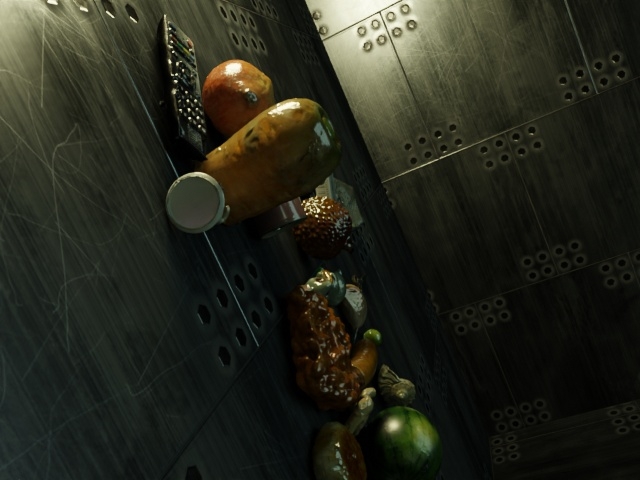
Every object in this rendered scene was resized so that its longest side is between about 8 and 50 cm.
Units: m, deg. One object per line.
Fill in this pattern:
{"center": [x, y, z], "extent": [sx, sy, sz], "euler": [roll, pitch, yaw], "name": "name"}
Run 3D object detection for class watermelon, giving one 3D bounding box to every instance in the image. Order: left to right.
{"center": [0.243, 0.622, 1.693], "extent": [0.242, 0.242, 0.242], "euler": [56, 21, -35], "name": "watermelon"}

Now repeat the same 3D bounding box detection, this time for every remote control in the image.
{"center": [-0.342, -0.369, 1.387], "extent": [0.144, 0.062, 0.399], "euler": [42, 30, -57], "name": "remote control"}

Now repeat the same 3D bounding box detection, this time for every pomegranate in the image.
{"center": [0.195, 0.376, 2.128], "extent": [0.073, 0.073, 0.085], "euler": [57, 38, -32], "name": "pomegranate"}

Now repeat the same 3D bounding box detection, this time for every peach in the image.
{"center": [-0.213, -0.379, 1.537], "extent": [0.232, 0.232, 0.233], "euler": [56, 21, -35], "name": "peach"}

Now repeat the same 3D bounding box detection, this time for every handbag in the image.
{"center": [0.094, -0.150, 2.436], "extent": [0.175, 0.088, 0.271], "euler": [13, 57, -60], "name": "handbag"}

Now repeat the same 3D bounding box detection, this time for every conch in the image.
{"center": [0.274, 0.523, 2.083], "extent": [0.207, 0.130, 0.155], "euler": [-100, 178, -77], "name": "conch"}

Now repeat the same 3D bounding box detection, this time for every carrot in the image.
{"center": [-0.122, -0.195, 1.390], "extent": [0.224, 0.340, 0.224], "euler": [55, 18, -28], "name": "carrot"}

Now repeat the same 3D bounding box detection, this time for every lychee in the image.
{"center": [0.014, -0.034, 1.842], "extent": [0.238, 0.200, 0.200], "euler": [36, 22, -4], "name": "lychee"}

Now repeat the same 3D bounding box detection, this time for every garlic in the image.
{"center": [0.111, 0.250, 2.023], "extent": [0.128, 0.090, 0.198], "euler": [-35, 110, -57], "name": "garlic"}

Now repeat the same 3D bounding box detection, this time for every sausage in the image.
{"center": [0.132, 0.401, 1.842], "extent": [0.109, 0.108, 0.270], "euler": [66, 17, -7], "name": "sausage"}

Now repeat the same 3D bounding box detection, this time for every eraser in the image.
{"center": [0.025, -0.132, 2.090], "extent": [0.089, 0.061, 0.352], "euler": [-40, 123, -73], "name": "eraser"}

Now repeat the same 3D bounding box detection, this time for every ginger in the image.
{"center": [0.123, 0.491, 1.662], "extent": [0.065, 0.149, 0.258], "euler": [33, 19, 8], "name": "ginger"}

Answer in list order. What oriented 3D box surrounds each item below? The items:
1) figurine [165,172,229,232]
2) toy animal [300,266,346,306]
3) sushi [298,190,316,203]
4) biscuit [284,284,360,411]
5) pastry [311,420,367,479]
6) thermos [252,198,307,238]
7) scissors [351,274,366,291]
{"center": [-0.251, -0.074, 1.242], "extent": [0.153, 0.132, 0.132], "euler": [32, 38, -81], "name": "figurine"}
{"center": [0.008, 0.156, 1.749], "extent": [0.138, 0.108, 0.236], "euler": [68, 18, -3], "name": "toy animal"}
{"center": [-0.050, -0.254, 2.123], "extent": [0.339, 0.068, 0.320], "euler": [42, 32, -56], "name": "sushi"}
{"center": [0.011, 0.310, 1.575], "extent": [0.318, 0.110, 0.312], "euler": [45, 28, -52], "name": "biscuit"}
{"center": [0.049, 0.557, 1.423], "extent": [0.182, 0.093, 0.192], "euler": [64, 18, -7], "name": "pastry"}
{"center": [-0.150, -0.152, 1.589], "extent": [0.265, 0.145, 0.176], "euler": [66, 17, 6], "name": "thermos"}
{"center": [0.170, 0.171, 2.375], "extent": [0.088, 0.017, 0.220], "euler": [68, 16, -2], "name": "scissors"}
